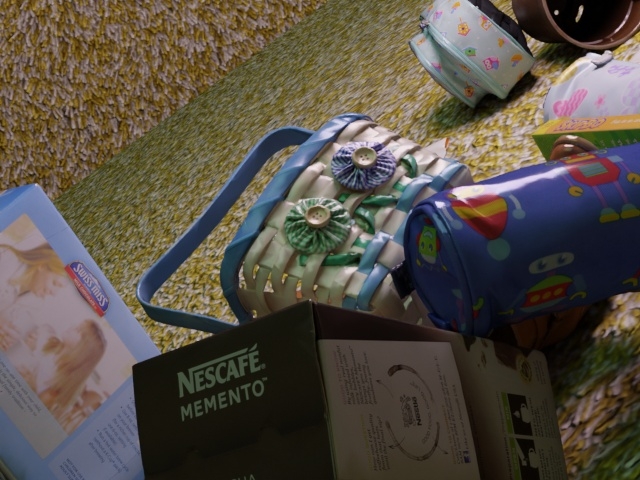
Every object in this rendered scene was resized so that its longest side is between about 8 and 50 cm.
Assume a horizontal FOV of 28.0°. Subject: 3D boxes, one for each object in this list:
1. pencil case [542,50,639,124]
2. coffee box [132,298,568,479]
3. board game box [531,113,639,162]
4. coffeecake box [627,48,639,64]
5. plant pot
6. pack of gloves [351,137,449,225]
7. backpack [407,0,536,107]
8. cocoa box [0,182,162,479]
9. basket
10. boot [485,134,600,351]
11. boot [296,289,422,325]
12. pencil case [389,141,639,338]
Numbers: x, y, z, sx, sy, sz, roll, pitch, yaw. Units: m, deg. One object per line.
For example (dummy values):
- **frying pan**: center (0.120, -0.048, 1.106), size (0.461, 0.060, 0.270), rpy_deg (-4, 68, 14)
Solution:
- **pencil case**: center (0.351, -0.137, 1.347), size (0.273, 0.113, 0.124), rpy_deg (18, 87, 67)
- **coffee box**: center (0.030, 0.138, 0.931), size (0.168, 0.119, 0.297), rpy_deg (-21, -22, 34)
- **board game box**: center (0.313, -0.061, 1.208), size (0.039, 0.124, 0.259), rpy_deg (-39, 19, -18)
- **coffeecake box**: center (0.451, -0.224, 1.476), size (0.185, 0.068, 0.142), rpy_deg (-45, 22, -29)
- **plant pot**: center (0.359, -0.347, 1.825), size (0.167, 0.167, 0.165), rpy_deg (-37, 10, -9)
- **pack of gloves**: center (0.057, -0.068, 1.792), size (0.232, 0.046, 0.195), rpy_deg (-25, 19, 27)
- **backpack**: center (0.221, -0.279, 1.859), size (0.144, 0.166, 0.188), rpy_deg (-48, 15, 5)
- **cocoa box**: center (-0.348, 0.143, 1.463), size (0.231, 0.347, 0.228), rpy_deg (-45, 22, -31)
- **basket**: center (0.000, 0.000, 1.185), size (0.289, 0.201, 0.255), rpy_deg (10, 53, 39)
- **boot**: center (0.196, 0.020, 1.121), size (0.073, 0.197, 0.152), rpy_deg (21, 46, 38)
- **boot**: center (0.090, 0.060, 1.305), size (0.220, 0.109, 0.283), rpy_deg (-38, 19, -10)
- **pencil case**: center (0.215, -0.002, 1.026), size (0.306, 0.133, 0.119), rpy_deg (-14, 28, -16)
